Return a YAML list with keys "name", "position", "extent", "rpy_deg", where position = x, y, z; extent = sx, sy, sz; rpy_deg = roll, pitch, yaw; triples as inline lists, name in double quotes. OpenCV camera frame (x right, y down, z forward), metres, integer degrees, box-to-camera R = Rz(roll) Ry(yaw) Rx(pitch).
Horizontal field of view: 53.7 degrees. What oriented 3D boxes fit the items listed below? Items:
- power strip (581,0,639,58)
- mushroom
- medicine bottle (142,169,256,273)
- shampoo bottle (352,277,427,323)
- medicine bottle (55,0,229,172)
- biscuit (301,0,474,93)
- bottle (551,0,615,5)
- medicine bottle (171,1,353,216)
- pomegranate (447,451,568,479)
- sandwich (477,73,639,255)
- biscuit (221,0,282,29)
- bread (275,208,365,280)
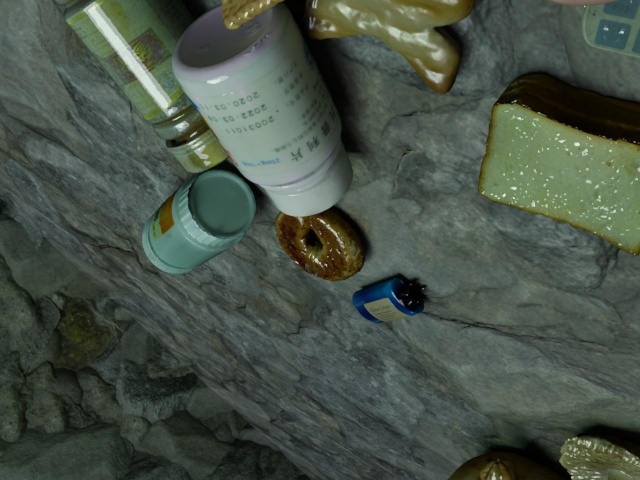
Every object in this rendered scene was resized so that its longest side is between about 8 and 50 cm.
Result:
- name: "power strip"
  position: [0.345, -0.188, 0.565]
  extent: [0.226, 0.029, 0.080]
  rpy_deg: [23, 149, 22]
- name: "mushroom"
  position: [0.505, 0.492, 1.173]
  extent: [0.233, 0.301, 0.208]
  rpy_deg: [56, -179, -10]
- name: "medicine bottle"
  position: [-0.256, -0.035, 1.313]
  extent: [0.158, 0.158, 0.318]
  rpy_deg: [43, 151, -14]
- name: "shampoo bottle"
  position: [0.137, 0.116, 1.225]
  extent: [0.087, 0.050, 0.183]
  rpy_deg: [44, 151, -10]
- name: "medicine bottle"
  position: [-0.237, -0.270, 0.942]
  extent: [0.151, 0.151, 0.322]
  rpy_deg: [2, 137, 46]
- name: "biscuit"
  position: [0.072, -0.268, 0.721]
  extent: [0.207, 0.047, 0.164]
  rpy_deg: [26, 153, 14]
- name: "bottle"
  position: [0.192, -0.314, 0.410]
  extent: [0.206, 0.173, 0.297]
  rpy_deg: [-19, 127, 17]
- name: "medicine bottle"
  position: [-0.065, -0.172, 0.878]
  extent: [0.170, 0.170, 0.293]
  rpy_deg: [14, 151, 34]
- name: "pomegranate"
  position: [0.422, 0.648, 1.416]
  extent: [0.410, 0.410, 0.410]
  rpy_deg: [26, 150, 16]
- name: "sandwich"
  position: [0.297, -0.087, 0.734]
  extent: [0.214, 0.065, 0.186]
  rpy_deg: [23, 148, 23]
- name: "biscuit"
  position: [-0.037, -0.334, 0.670]
  extent: [0.249, 0.030, 0.160]
  rpy_deg: [-7, 86, 50]
- name: "bread"
  position: [0.000, 0.000, 1.193]
  extent: [0.193, 0.064, 0.193]
  rpy_deg: [26, 144, 21]
